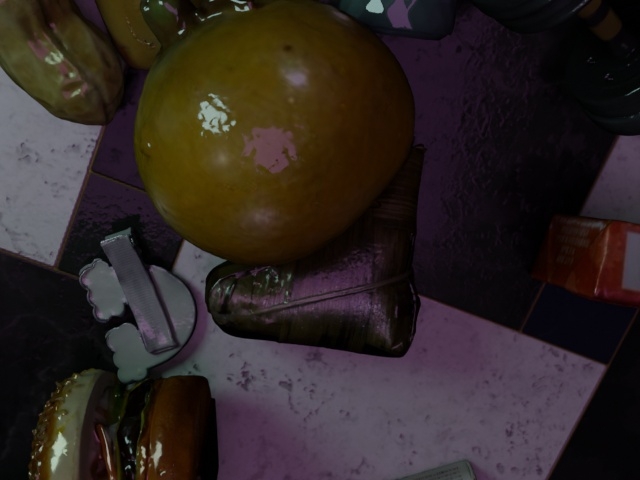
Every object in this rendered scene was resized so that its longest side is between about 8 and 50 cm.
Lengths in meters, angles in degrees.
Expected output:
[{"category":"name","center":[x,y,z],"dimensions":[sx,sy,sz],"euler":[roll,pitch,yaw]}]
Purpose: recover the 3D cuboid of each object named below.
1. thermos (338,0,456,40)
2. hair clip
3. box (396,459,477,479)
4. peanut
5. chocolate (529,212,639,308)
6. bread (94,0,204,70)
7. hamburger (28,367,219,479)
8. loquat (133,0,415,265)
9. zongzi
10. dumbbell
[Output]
[{"category":"thermos","center":[0.122,-0.388,1.057],"dimensions":[0.182,0.145,0.286],"euler":[2,107,-25]},{"category":"hair clip","center":[-0.246,0.088,1.223],"dimensions":[0.140,0.054,0.220],"euler":[-19,110,-3]},{"category":"box","center":[0.091,0.478,1.352],"dimensions":[0.343,0.065,0.200],"euler":[-16,107,1]},{"category":"peanut","center":[-0.346,-0.264,1.055],"dimensions":[0.147,0.147,0.305],"euler":[-29,118,5]},{"category":"chocolate","center":[0.426,0.033,1.162],"dimensions":[0.237,0.235,0.108],"euler":[7,93,-5]},{"category":"bread","center":[-0.208,-0.316,1.079],"dimensions":[0.147,0.098,0.217],"euler":[-22,108,-1]},{"category":"hamburger","center":[-0.254,0.302,1.174],"dimensions":[0.225,0.291,0.291],"euler":[-1,107,2]},{"category":"loquat","center":[-0.071,-0.142,1.014],"dimensions":[0.328,0.328,0.359],"euler":[-39,111,8]},{"category":"zongzi","center":[0.000,0.000,1.170],"dimensions":[0.286,0.134,0.288],"euler":[7,101,-8]},{"category":"dumbbell","center":[0.320,-0.270,1.041],"dimensions":[0.388,0.185,0.185],"euler":[34,102,-33]}]
